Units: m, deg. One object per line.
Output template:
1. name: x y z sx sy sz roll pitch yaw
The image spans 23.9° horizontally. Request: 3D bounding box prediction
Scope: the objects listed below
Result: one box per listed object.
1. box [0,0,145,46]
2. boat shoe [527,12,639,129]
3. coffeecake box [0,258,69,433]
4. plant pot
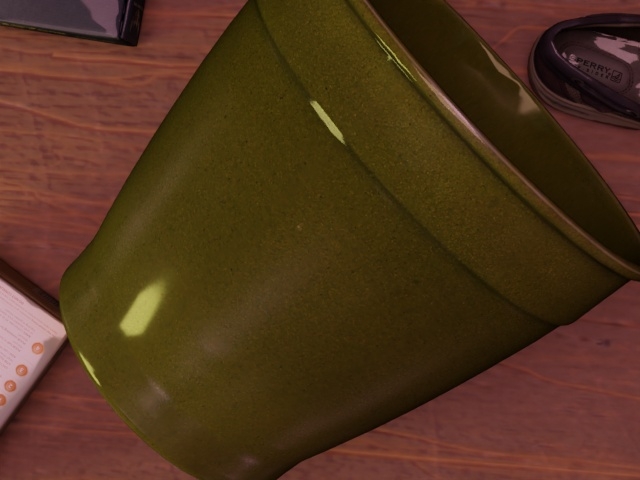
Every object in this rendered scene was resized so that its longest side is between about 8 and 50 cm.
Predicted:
1. box: -0.260 -0.277 1.319 0.233 0.059 0.183 11 92 8
2. boat shoe: 0.310 -0.125 1.227 0.285 0.092 0.102 14 89 7
3. coffeecake box: -0.320 0.105 1.310 0.142 0.068 0.185 37 93 -1
4. plant pot: 0.000 0.000 1.160 0.353 0.366 0.366 -43 84 16
